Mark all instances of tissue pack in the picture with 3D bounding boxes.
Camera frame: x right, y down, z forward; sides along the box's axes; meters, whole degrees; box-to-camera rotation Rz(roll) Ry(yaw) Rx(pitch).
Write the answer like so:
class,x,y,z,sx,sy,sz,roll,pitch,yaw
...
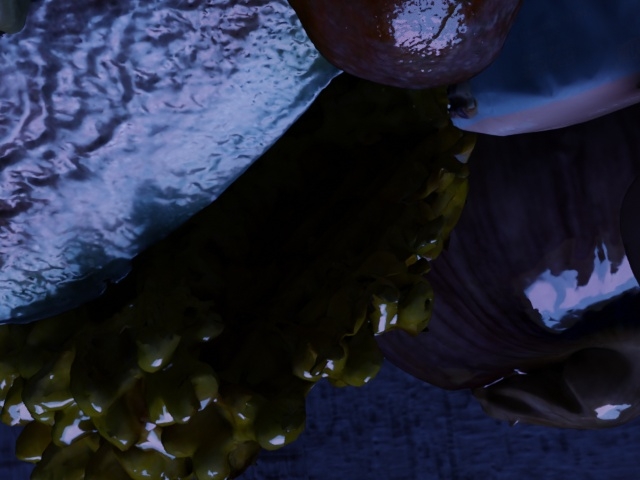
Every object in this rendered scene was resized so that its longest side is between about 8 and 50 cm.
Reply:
class,x,y,z,sx,sy,sz,roll,pitch,yaw
tissue pack,0.089,-0.071,0.521,0.074,0.059,0.094,-9,173,-39

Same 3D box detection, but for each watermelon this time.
class,x,y,z,sx,sy,sz,roll,pitch,yaw
watermelon,-0.067,-0.046,0.502,0.180,0.081,0.094,-27,153,11

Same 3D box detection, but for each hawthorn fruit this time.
class,x,y,z,sx,sy,sz,roll,pitch,yaw
hawthorn fruit,0.018,-0.082,0.399,0.066,0.067,0.103,-10,147,5

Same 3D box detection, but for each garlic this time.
class,x,y,z,sx,sy,sz,roll,pitch,yaw
garlic,0.122,-0.002,0.710,0.245,0.161,0.245,-12,164,-4

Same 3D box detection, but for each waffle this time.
class,x,y,z,sx,sy,sz,roll,pitch,yaw
waffle,-0.033,0.003,0.586,0.197,0.070,0.193,-20,-150,32

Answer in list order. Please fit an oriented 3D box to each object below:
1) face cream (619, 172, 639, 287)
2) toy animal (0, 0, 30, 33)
class,x,y,z,sx,sy,sz,roll,pitch,yaw
face cream,0.170,-0.005,0.453,0.149,0.149,0.104,-2,135,-46
toy animal,-0.127,-0.044,0.396,0.101,0.103,0.219,10,174,-3
